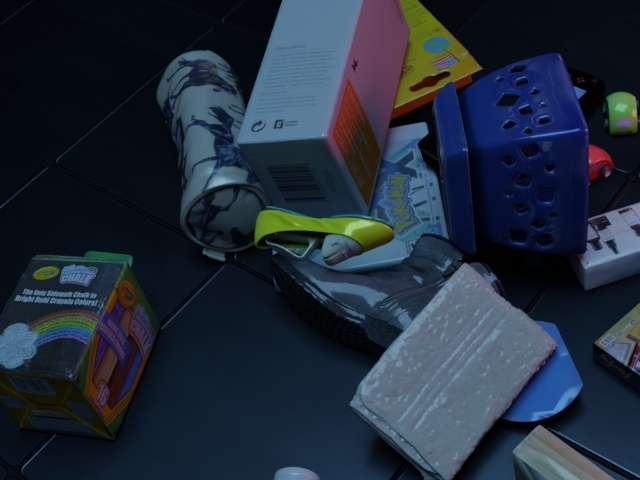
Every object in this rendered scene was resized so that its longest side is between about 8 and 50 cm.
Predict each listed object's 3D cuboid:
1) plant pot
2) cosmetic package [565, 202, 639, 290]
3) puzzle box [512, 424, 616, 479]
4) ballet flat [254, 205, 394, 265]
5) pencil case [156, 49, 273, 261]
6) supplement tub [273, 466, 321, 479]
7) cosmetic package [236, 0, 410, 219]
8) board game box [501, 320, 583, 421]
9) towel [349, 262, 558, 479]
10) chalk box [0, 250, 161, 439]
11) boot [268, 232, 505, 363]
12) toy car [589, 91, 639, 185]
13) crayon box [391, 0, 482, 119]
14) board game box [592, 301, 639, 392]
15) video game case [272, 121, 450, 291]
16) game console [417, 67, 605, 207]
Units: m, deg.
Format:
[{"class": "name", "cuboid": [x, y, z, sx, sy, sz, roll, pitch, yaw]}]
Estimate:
[{"class": "plant pot", "cuboid": [0.289, -0.124, 1.615, 0.212, 0.236, 0.236, -8, 38, 6]}, {"class": "cosmetic package", "cuboid": [0.510, -0.007, 1.646, 0.239, 0.060, 0.099, -18, 48, -2]}, {"class": "puzzle box", "cuboid": [0.393, 0.403, 1.165, 0.052, 0.272, 0.409, -40, 52, -19]}, {"class": "ballet flat", "cuboid": [0.000, 0.000, 1.613, 0.231, 0.077, 0.077, 8, 59, 23]}, {"class": "pencil case", "cuboid": [-0.198, -0.159, 1.901, 0.160, 0.183, 0.410, 3, 43, -21]}, {"class": "supplement tub", "cuboid": [-0.038, 0.375, 1.436, 0.071, 0.071, 0.107, -3, 49, 12]}, {"class": "cosmetic package", "cuboid": [0.019, -0.275, 1.810, 0.161, 0.230, 0.453, -1, 55, 23]}, {"class": "board game box", "cuboid": [0.305, 0.199, 1.532, 0.133, 0.033, 0.169, -23, 47, 7]}, {"class": "towel", "cuboid": [0.189, 0.189, 1.487, 0.187, 0.049, 0.282, 41, 73, 7]}, {"class": "chalk box", "cuboid": [-0.382, 0.142, 1.663, 0.180, 0.179, 0.289, 4, 49, 19]}, {"class": "boot", "cuboid": [0.103, 0.067, 1.649, 0.338, 0.118, 0.223, 34, 66, 22]}, {"class": "toy car", "cuboid": [0.525, -0.188, 1.808, 0.239, 0.053, 0.225, -3, 48, 11]}, {"class": "crayon box", "cuboid": [0.154, -0.352, 2.033, 0.202, 0.081, 0.318, -25, 47, -8]}, {"class": "board game box", "cuboid": [0.542, 0.134, 1.522, 0.243, 0.042, 0.165, -36, 50, -18]}, {"class": "video game case", "cuboid": [0.061, -0.066, 1.830, 0.300, 0.036, 0.329, -10, 48, 6]}, {"class": "game console", "cuboid": [0.358, -0.205, 1.857, 0.213, 0.044, 0.361, 36, 62, 26]}]
